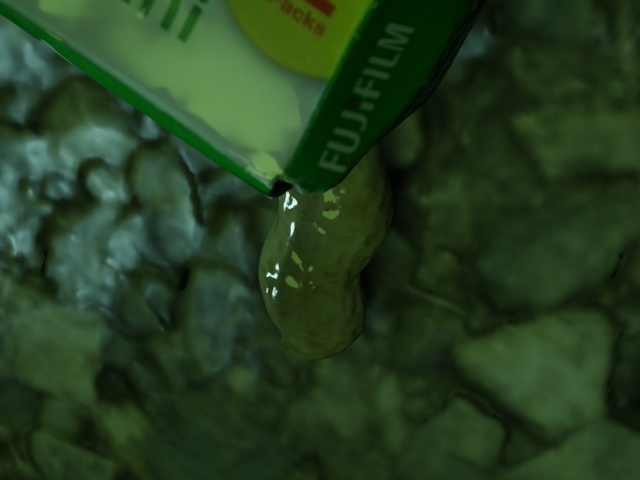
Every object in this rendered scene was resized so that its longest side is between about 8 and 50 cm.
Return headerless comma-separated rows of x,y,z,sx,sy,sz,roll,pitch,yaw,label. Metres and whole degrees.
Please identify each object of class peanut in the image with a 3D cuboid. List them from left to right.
0.000,0.000,0.535,0.037,0.037,0.083,22,126,14,peanut

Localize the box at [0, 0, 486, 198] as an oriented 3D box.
-0.009,-0.150,0.424,0.180,0.103,0.250,34,123,7,box
